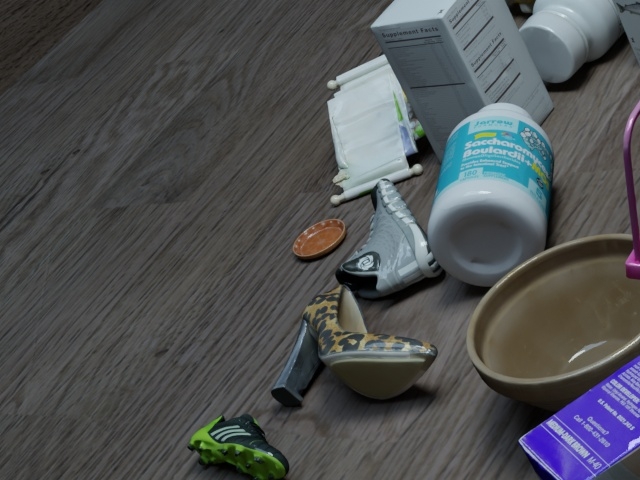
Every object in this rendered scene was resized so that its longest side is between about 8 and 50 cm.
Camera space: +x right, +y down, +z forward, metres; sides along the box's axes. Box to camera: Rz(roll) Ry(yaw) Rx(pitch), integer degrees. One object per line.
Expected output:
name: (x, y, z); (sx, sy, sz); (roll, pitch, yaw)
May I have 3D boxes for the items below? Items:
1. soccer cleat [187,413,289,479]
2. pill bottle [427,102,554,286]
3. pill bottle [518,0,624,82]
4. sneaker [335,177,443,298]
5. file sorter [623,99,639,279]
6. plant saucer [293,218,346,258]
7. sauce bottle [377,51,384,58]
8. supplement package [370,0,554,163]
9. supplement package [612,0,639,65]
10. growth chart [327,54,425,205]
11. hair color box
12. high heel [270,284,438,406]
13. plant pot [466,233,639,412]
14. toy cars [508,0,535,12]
soccer cleat: (-0.089, 0.241, 1.777); (0.072, 0.060, 0.179); (-44, 27, -28)
pill bottle: (0.222, -0.071, 1.904); (0.146, 0.146, 0.264); (-17, 30, 23)
pill bottle: (0.389, -0.339, 2.208); (0.131, 0.131, 0.229); (4, 42, 48)
sneaker: (0.070, 0.003, 1.996); (0.132, 0.086, 0.229); (-31, 28, 2)
file sorter: (0.465, -0.072, 1.470); (0.290, 0.182, 0.202); (8, 38, 31)
plant saucer: (0.000, 0.000, 2.143); (0.083, 0.013, 0.083); (-24, 28, 14)
sauce bottle: (0.174, -0.373, 2.496); (0.111, 0.111, 0.344); (-10, 32, 33)
supplement package: (0.203, -0.245, 2.107); (0.139, 0.244, 0.134); (1, 40, 44)
supplement package: (0.479, -0.335, 2.061); (0.105, 0.179, 0.105); (-40, 28, -18)
growth chart: (0.086, -0.177, 2.241); (0.172, 0.021, 0.237); (-15, 60, 20)
hair color box: (0.367, 0.167, 1.321); (0.339, 0.185, 0.110); (-34, 28, -8)
high heel: (0.062, 0.103, 1.816); (0.261, 0.093, 0.186); (-16, 36, 43)
plant pot: (0.283, 0.107, 1.585); (0.237, 0.110, 0.237); (-24, 28, 14)
toy cars: (0.438, -0.439, 2.386); (0.393, 0.087, 0.176); (-12, 20, 22)
